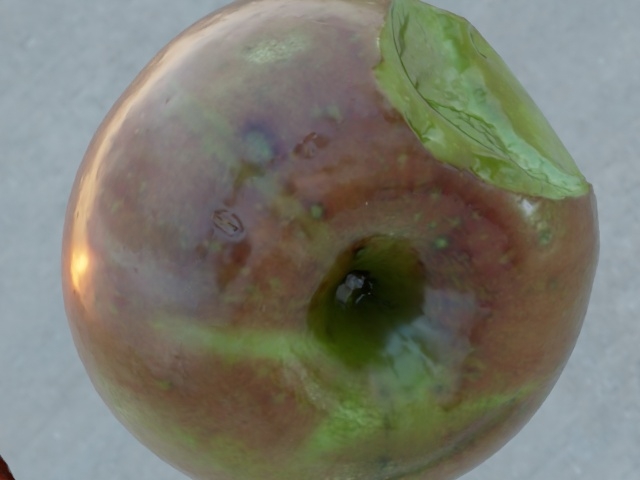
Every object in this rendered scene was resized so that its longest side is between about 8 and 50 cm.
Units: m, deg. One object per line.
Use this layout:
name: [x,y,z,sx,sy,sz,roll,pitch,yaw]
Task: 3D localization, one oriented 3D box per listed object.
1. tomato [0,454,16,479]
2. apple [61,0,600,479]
tomato: [-0.132,0.147,0.553,0.225,0.085,0.225,5,99,38]
apple: [0.000,0.000,1.138,0.340,0.339,0.339,-28,35,21]
